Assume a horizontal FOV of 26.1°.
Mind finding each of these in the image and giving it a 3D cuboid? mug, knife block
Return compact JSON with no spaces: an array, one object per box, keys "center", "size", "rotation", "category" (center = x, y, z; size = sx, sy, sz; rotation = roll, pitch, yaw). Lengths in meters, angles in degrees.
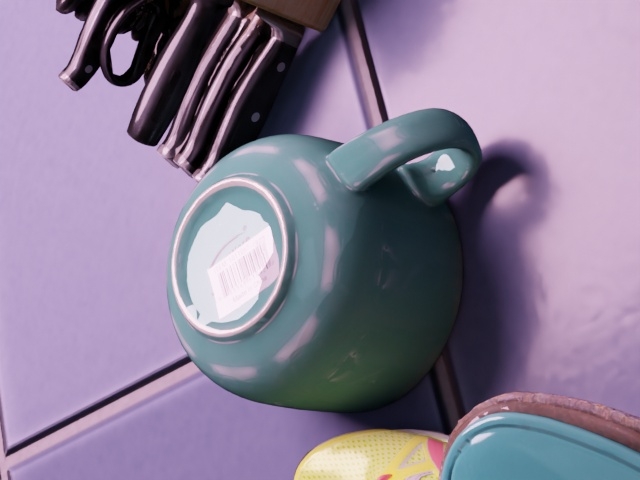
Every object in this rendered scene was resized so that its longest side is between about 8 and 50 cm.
[{"center":[-0.007,0.002,0.658],"size":[0.129,0.097,0.158],"rotation":[18,93,42],"category":"mug"},{"center":[-0.024,-0.167,0.715],"size":[0.275,0.088,0.242],"rotation":[-21,69,36],"category":"knife block"}]

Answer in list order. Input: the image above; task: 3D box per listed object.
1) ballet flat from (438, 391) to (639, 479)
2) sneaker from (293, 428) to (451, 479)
[{"center":[0.178,0.152,0.453],"size":[0.316,0.106,0.108],"rotation":[35,108,30],"category":"ballet flat"},{"center":[0.055,0.133,0.579],"size":[0.208,0.094,0.081],"rotation":[21,95,42],"category":"sneaker"}]
